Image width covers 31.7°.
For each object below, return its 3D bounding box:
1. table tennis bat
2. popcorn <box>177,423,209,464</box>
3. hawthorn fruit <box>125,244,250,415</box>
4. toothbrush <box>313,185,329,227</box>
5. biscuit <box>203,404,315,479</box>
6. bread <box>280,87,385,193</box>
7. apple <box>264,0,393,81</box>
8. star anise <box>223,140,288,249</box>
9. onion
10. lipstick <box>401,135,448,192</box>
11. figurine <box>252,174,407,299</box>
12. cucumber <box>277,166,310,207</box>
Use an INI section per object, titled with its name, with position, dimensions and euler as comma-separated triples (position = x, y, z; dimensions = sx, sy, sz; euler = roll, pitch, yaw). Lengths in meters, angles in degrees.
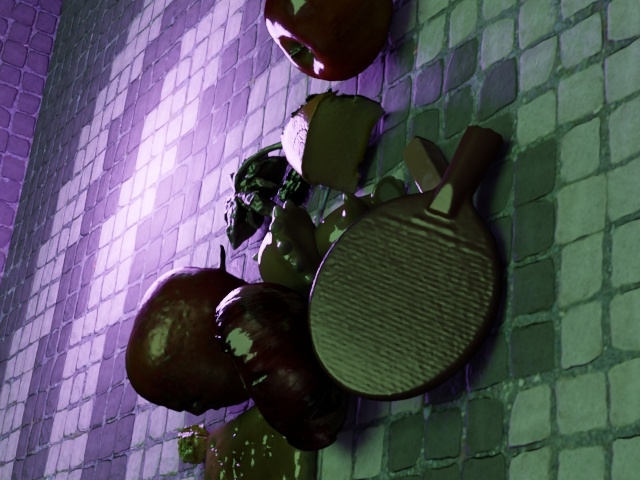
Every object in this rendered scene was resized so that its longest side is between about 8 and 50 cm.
[table tennis bat]
position = 0.137, 0.026, 1.544
dimensions = 0.268, 0.051, 0.415
euler = 21, 77, 31
[popcorn]
position = -0.233, 0.371, 2.062
dimensions = 0.068, 0.059, 0.083
euler = -40, 33, 43
[hawthorn fruit]
position = -0.203, 0.147, 1.962
dimensions = 0.254, 0.254, 0.300
euler = -30, 46, 50
[toothbrush]
position = -0.011, -0.022, 1.963
dimensions = 0.013, 0.019, 0.193
euler = 6, 80, 60
[biscuit]
position = -0.109, 0.368, 1.869
dimensions = 0.325, 0.044, 0.217
euler = -36, 45, 46
[bread]
position = 0.017, -0.185, 1.897
dimensions = 0.160, 0.140, 0.169
euler = -68, 28, 17
[apple]
position = 0.025, -0.396, 1.940
dimensions = 0.230, 0.230, 0.230
euler = -37, 43, 45
[star anise]
position = -0.126, -0.097, 2.132
dimensions = 0.209, 0.089, 0.231
euler = 31, 104, 60
[onion]
position = -0.025, 0.169, 1.665
dimensions = 0.195, 0.272, 0.272
euler = -32, 40, 11
[lipstick]
position = 0.167, -0.096, 1.673
dimensions = 0.045, 0.045, 0.145
euler = -54, 34, 25
[figurine]
position = -0.002, 0.005, 1.770
dimensions = 0.247, 0.173, 0.177
euler = -36, 43, 47
[cucumber]
position = -0.028, -0.131, 2.028
dimensions = 0.181, 0.053, 0.053
euler = -65, 29, 7
